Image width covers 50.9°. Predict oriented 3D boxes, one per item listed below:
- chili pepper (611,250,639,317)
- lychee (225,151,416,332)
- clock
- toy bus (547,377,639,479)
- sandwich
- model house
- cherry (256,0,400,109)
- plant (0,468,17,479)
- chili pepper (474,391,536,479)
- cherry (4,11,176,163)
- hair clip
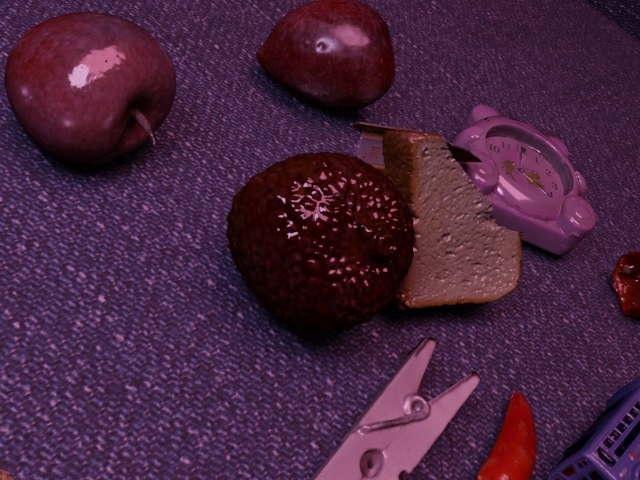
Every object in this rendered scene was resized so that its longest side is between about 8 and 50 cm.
[{"bbox_3d":[0.753,0.104,1.333,0.338,0.131,0.135,12,56,-21],"label":"chili pepper"},{"bbox_3d":[0.000,0.000,0.948,0.260,0.261,0.261,15,46,-16],"label":"lychee"},{"bbox_3d":[0.402,-0.138,1.380,0.295,0.113,0.322,23,43,-7],"label":"clock"},{"bbox_3d":[0.470,0.306,1.005,0.292,0.125,0.133,-25,65,-39],"label":"toy bus"},{"bbox_3d":[0.210,-0.033,1.083,0.254,0.289,0.099,-5,10,-25],"label":"sandwich"},{"bbox_3d":[0.157,-0.111,1.197,0.219,0.136,0.207,15,-1,22],"label":"model house"},{"bbox_3d":[0.023,-0.369,1.331,0.300,0.203,0.230,-1,52,-11],"label":"cherry"},{"bbox_3d":[-0.338,0.275,0.628,0.121,0.104,0.117,4,60,-17],"label":"plant"},{"bbox_3d":[0.263,0.309,0.943,0.071,0.063,0.272,46,42,-2],"label":"chili pepper"},{"bbox_3d":[-0.335,-0.229,1.004,0.285,0.213,0.236,38,35,22],"label":"cherry"},{"bbox_3d":[0.094,0.255,0.884,0.101,0.085,0.330,46,46,6],"label":"hair clip"}]
